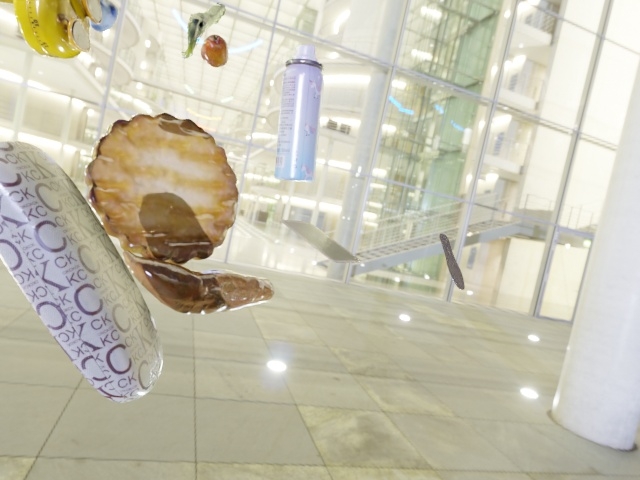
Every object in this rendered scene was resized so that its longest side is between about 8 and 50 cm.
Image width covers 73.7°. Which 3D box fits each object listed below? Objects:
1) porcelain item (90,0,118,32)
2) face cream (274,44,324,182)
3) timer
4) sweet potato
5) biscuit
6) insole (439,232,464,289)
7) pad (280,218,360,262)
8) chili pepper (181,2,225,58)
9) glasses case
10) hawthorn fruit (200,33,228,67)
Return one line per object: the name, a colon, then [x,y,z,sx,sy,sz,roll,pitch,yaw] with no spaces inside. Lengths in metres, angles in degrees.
porcelain item: [-0.604,-0.610,1.006,0.141,0.142,0.259,13,-4,20]
face cream: [-0.035,-0.219,0.745,0.075,0.230,0.075,6,8,-1]
timer: [-0.359,-0.296,0.559,0.109,0.107,0.107,7,3,-1]
sweet potato: [-0.231,0.105,0.882,0.354,0.106,0.095,18,-43,-42]
biscuit: [-0.327,-0.106,0.906,0.325,0.327,0.107,10,-14,-41]
insole: [0.286,0.044,0.928,0.044,0.135,0.002,9,-31,-36]
pad: [0.000,0.000,1.386,0.266,0.002,0.176,37,19,31]
chili pepper: [-0.351,-0.636,1.260,0.076,0.084,0.359,49,27,-30]
glasses case: [-0.308,0.045,0.546,0.085,0.355,0.137,-23,16,1]
hawthorn fruit: [-0.263,-0.476,1.071,0.077,0.077,0.077,12,3,-1]
